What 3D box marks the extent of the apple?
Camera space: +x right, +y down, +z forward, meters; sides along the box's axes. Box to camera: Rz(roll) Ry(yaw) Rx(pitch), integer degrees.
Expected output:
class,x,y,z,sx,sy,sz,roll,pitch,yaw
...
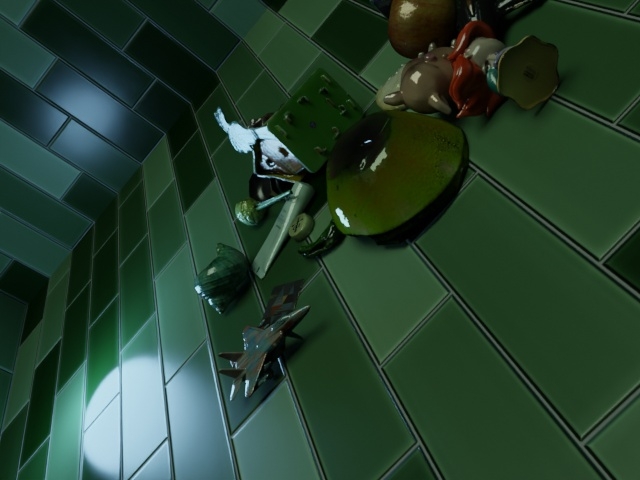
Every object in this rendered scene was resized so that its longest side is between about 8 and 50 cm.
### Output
class,x,y,z,sx,sy,sz,roll,pitch,yaw
apple,0.285,-0.602,1.881,0.188,0.211,0.211,4,53,12

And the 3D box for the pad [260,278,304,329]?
class,x,y,z,sx,sy,sz,roll,pitch,yaw
pad,-0.118,0.205,1.844,0.143,0.003,0.211,-18,45,47

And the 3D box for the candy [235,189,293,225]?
class,x,y,z,sx,sy,sz,roll,pitch,yaw
candy,-0.171,-0.116,2.135,0.092,0.092,0.336,-21,0,-33

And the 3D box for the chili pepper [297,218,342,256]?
class,x,y,z,sx,sy,sz,roll,pitch,yaw
chili pepper,-0.001,0.006,1.839,0.182,0.050,0.073,-34,42,36

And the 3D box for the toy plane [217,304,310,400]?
class,x,y,z,sx,sy,sz,roll,pitch,yaw
toy plane,-0.126,0.261,1.692,0.326,0.104,0.222,-37,36,23

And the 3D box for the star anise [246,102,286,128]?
class,x,y,z,sx,sy,sz,roll,pitch,yaw
star anise,-0.140,-0.406,2.339,0.316,0.108,0.315,-20,10,4

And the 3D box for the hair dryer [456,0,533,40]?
class,x,y,z,sx,sy,sz,roll,pitch,yaw
hair dryer,0.509,-0.584,1.694,0.360,0.120,0.303,-24,49,29

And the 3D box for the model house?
class,x,y,z,sx,sy,sz,roll,pitch,yaw
model house,-0.122,-0.364,2.116,0.300,0.340,0.324,-54,13,-30

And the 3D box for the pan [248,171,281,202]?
class,x,y,z,sx,sy,sz,roll,pitch,yaw
pan,-0.173,-0.155,2.258,0.128,0.048,0.202,-60,44,33

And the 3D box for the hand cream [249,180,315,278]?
class,x,y,z,sx,sy,sz,roll,pitch,yaw
hand cream,-0.120,-0.038,2.061,0.320,0.067,0.109,-59,30,1

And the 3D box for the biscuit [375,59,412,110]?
class,x,y,z,sx,sy,sz,roll,pitch,yaw
biscuit,0.251,-0.455,1.969,0.266,0.040,0.188,-10,54,52

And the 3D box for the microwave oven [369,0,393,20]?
class,x,y,z,sx,sy,sz,roll,pitch,yaw
microwave oven,0.279,-0.715,2.033,0.129,0.205,0.163,5,65,58

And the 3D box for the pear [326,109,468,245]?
class,x,y,z,sx,sy,sz,roll,pitch,yaw
pear,0.151,-0.186,1.669,0.399,0.165,0.398,-33,34,26

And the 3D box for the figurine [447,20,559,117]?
class,x,y,z,sx,sy,sz,roll,pitch,yaw
figurine,0.387,-0.385,1.550,0.181,0.208,0.257,-21,26,-15

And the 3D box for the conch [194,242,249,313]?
class,x,y,z,sx,sy,sz,roll,pitch,yaw
conch,-0.298,0.116,2.081,0.196,0.134,0.202,65,-131,-76

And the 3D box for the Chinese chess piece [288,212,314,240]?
class,x,y,z,sx,sy,sz,roll,pitch,yaw
Chinese chess piece,-0.057,-0.039,1.982,0.084,0.034,0.084,-36,34,30

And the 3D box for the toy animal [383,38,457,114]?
class,x,y,z,sx,sy,sz,roll,pitch,yaw
toy animal,0.285,-0.403,1.724,0.167,0.153,0.250,-3,27,38
